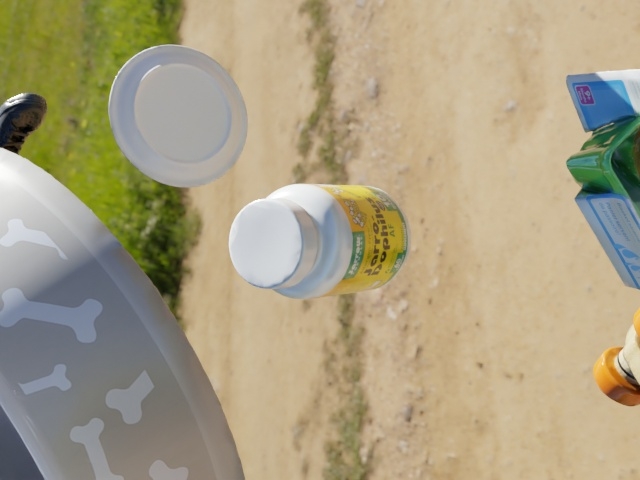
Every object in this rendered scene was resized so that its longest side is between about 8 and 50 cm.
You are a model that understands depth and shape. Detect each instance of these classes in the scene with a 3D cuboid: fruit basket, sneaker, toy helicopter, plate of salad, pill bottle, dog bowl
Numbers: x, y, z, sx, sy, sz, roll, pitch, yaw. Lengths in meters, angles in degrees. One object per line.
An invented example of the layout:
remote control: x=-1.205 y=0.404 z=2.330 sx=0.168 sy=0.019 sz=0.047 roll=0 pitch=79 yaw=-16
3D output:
fruit basket: x=0.417 y=-0.031 z=1.092 sx=0.165 sy=0.327 sz=0.353 roll=-39 pitch=21 yaw=-13
sneaker: x=-0.367 y=-0.091 z=1.254 sx=0.170 sy=0.051 sz=0.089 roll=-31 pitch=58 yaw=30
toy helicopter: x=0.544 y=0.223 z=1.422 sx=0.355 sy=0.235 sz=0.140 roll=59 pitch=142 yaw=32
plate of salad: x=-0.194 y=-0.168 z=1.495 sx=0.048 sy=0.200 sz=0.199 roll=-18 pitch=60 yaw=61
pill bottle: x=0.000 y=0.000 z=1.130 sx=0.118 sy=0.208 sz=0.117 roll=1 pitch=92 yaw=30
dog bowl: x=-0.201 y=0.115 z=0.724 sx=0.349 sy=0.102 sz=0.348 roll=30 pitch=136 yaw=34
